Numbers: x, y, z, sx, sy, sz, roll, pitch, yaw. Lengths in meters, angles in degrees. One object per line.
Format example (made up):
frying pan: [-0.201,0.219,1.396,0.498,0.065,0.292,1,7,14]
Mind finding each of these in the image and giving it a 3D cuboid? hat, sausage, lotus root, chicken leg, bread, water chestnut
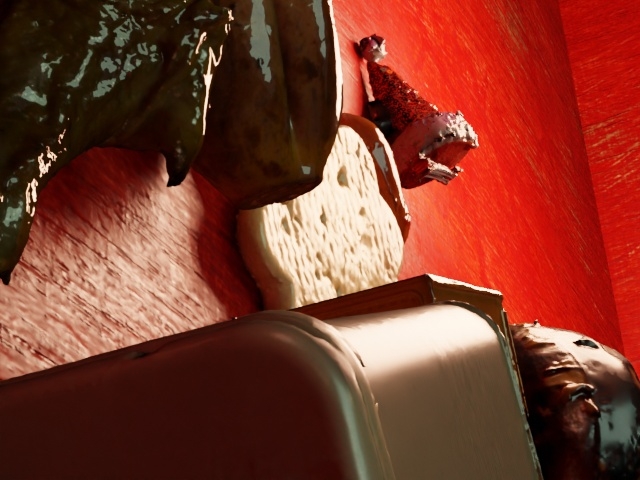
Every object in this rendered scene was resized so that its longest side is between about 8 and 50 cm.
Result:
hat: [0.102,-0.169,1.801,0.140,0.129,0.227,-10,65,-48]
sausage: [0.051,-0.058,1.566,0.089,0.089,0.179,-68,140,-60]
lotus root: [-0.072,-0.167,1.174,0.193,0.193,0.291,-33,114,-69]
chicken leg: [-0.169,-0.099,0.972,0.211,0.140,0.361,36,49,-28]
bread: [0.000,0.000,1.404,0.316,0.054,0.316,34,49,-51]
water chestnut: [0.243,0.237,1.666,0.300,0.300,0.300,-16,90,-70]

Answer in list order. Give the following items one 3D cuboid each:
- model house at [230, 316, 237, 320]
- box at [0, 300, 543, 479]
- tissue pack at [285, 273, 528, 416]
model house: [-0.057,0.095,1.211,0.083,0.057,0.058,32,50,-59]
box: [-0.085,0.143,0.681,0.344,0.351,0.177,-5,80,-71]
tissue pack: [-0.005,0.129,1.008,0.194,0.274,0.145,8,69,-67]
